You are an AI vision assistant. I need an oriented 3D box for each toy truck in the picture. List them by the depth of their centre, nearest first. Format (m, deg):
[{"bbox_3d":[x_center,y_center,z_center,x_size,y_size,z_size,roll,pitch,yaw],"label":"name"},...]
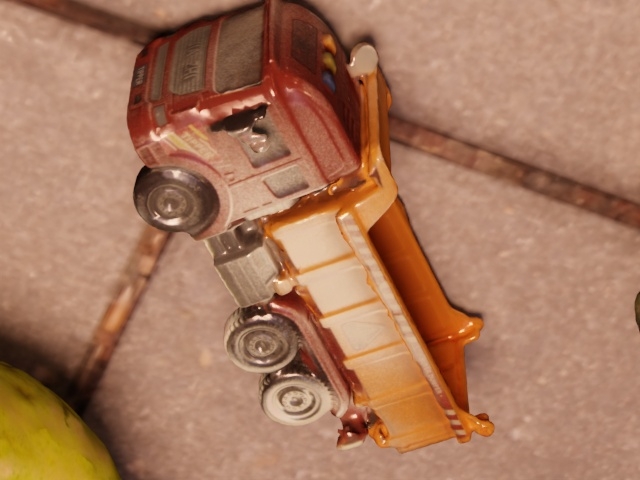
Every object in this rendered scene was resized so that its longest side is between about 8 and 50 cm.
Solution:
[{"bbox_3d":[0.000,0.000,0.965,0.135,0.114,0.270,-20,125,14],"label":"toy truck"}]

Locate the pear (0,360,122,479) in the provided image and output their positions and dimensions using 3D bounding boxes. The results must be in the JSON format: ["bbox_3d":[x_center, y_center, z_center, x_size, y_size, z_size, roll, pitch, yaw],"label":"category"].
[{"bbox_3d":[-0.288,0.238,0.966,0.391,0.391,0.391,-2,126,-3],"label":"pear"}]

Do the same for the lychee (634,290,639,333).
[{"bbox_3d":[0.296,0.031,0.927,0.274,0.255,0.255,3,126,-14],"label":"lychee"}]
